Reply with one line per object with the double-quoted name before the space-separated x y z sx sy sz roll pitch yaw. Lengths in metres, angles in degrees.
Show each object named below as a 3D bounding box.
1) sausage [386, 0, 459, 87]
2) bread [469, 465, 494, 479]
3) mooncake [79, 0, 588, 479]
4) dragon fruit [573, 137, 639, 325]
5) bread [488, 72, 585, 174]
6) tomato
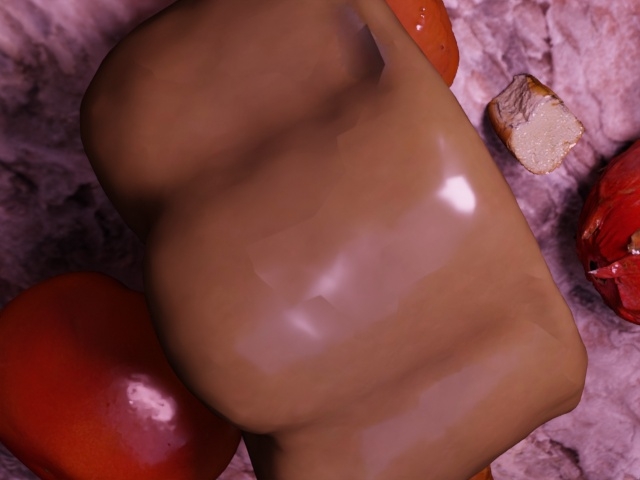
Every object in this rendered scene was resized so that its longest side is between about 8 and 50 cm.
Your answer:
"sausage" 0.039 -0.259 0.893 0.102 0.102 0.330 -32 124 0
"bread" 0.104 0.239 1.191 0.184 0.114 0.275 -22 122 -8
"mooncake" 0.000 0.000 0.822 0.262 0.467 0.467 -30 124 1
"dragon fruit" 0.404 -0.011 1.090 0.252 0.241 0.241 -9 125 16
"bread" 0.221 -0.121 1.050 0.077 0.070 0.083 -47 122 9
"tomato" -0.198 0.148 0.942 0.180 0.259 0.260 -56 131 -31
